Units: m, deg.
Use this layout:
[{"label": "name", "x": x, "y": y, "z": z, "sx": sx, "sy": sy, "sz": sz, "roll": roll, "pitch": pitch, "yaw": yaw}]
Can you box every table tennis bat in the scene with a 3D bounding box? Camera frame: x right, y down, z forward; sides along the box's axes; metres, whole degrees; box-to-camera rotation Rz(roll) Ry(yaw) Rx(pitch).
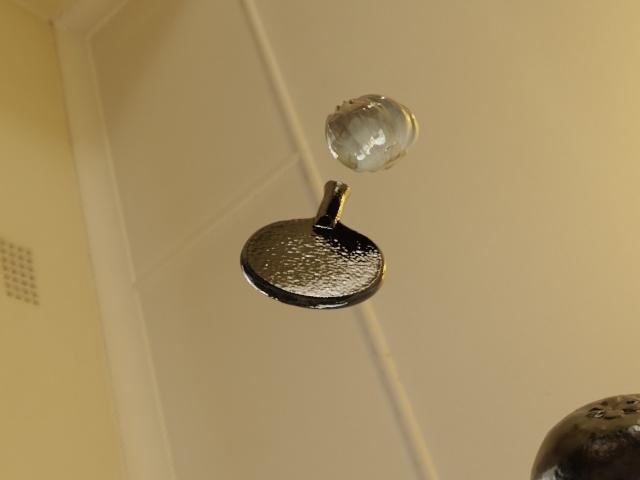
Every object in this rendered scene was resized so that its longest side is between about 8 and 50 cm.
[{"label": "table tennis bat", "x": 0.000, "y": 0.000, "z": 0.973, "sx": 0.150, "sy": 0.027, "sz": 0.236, "roll": 10, "pitch": -148, "yaw": 5}]

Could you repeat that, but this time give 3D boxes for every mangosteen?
[{"label": "mangosteen", "x": 0.230, "y": 0.188, "z": 0.669, "sx": 0.152, "sy": 0.152, "sz": 0.153, "roll": -17, "pitch": -119, "yaw": 33}]

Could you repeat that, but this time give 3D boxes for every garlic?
[{"label": "garlic", "x": 0.060, "y": -0.126, "z": 1.049, "sx": 0.094, "sy": 0.113, "sz": 0.074, "roll": 63, "pitch": -30, "yaw": 1}]
